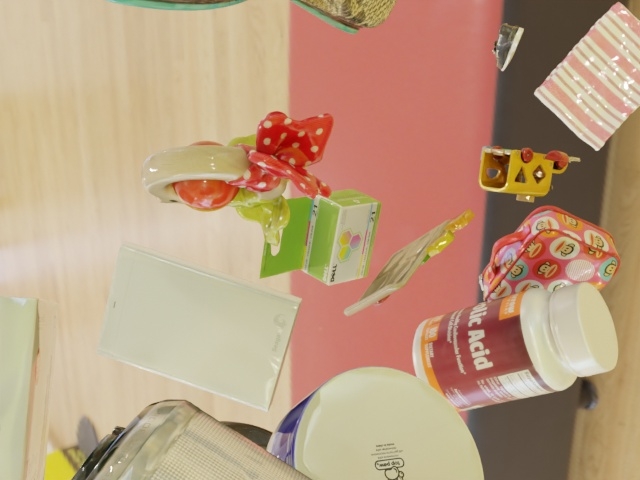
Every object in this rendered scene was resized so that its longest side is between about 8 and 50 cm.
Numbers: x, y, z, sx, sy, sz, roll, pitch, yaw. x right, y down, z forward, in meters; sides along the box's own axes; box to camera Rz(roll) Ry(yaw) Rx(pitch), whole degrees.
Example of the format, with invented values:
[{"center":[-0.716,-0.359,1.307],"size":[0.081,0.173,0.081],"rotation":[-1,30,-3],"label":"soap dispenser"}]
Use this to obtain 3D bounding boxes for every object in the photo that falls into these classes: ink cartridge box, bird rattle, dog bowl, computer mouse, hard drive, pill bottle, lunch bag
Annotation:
[{"center":[0.000,0.000,1.862],"size":[0.097,0.255,0.189],"rotation":[27,116,39],"label":"ink cartridge box"},{"center":[-0.096,-0.064,0.958],"size":[0.253,0.207,0.143],"rotation":[172,97,-82],"label":"bird rattle"},{"center":[0.067,0.295,1.057],"size":[0.265,0.265,0.104],"rotation":[65,146,19],"label":"dog bowl"},{"center":[-0.143,0.399,1.617],"size":[0.188,0.272,0.072],"rotation":[-57,28,36],"label":"computer mouse"},{"center":[-0.204,0.143,1.411],"size":[0.040,0.307,0.203],"rotation":[-56,-17,-72],"label":"hard drive"},{"center":[0.418,0.231,1.845],"size":[0.392,0.224,0.224],"rotation":[-22,81,34],"label":"pill bottle"},{"center":[0.507,0.067,1.959],"size":[0.293,0.258,0.120],"rotation":[-57,16,37],"label":"lunch bag"}]

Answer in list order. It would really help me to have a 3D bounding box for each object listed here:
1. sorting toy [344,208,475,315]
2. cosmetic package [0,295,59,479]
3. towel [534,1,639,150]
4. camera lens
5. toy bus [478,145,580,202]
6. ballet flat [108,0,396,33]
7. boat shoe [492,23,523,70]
[{"center":[0.188,0.048,1.722],"size":[0.041,0.229,0.307],"rotation":[47,147,-4],"label":"sorting toy"},{"center":[-0.420,0.219,1.145],"size":[0.377,0.097,0.284],"rotation":[161,111,-76],"label":"cosmetic package"},{"center":[0.462,-0.263,1.371],"size":[0.144,0.029,0.197],"rotation":[42,100,2],"label":"towel"},{"center":[-0.080,0.275,0.672],"size":[0.274,0.219,0.219],"rotation":[32,138,3],"label":"camera lens"},{"center":[0.418,-0.131,1.723],"size":[0.202,0.191,0.104],"rotation":[9,95,14],"label":"toy bus"},{"center":[-0.045,-0.312,0.824],"size":[0.164,0.483,0.182],"rotation":[51,121,18],"label":"ballet flat"},{"center":[0.306,-0.322,1.418],"size":[0.046,0.038,0.125],"rotation":[-64,-7,-7],"label":"boat shoe"}]
